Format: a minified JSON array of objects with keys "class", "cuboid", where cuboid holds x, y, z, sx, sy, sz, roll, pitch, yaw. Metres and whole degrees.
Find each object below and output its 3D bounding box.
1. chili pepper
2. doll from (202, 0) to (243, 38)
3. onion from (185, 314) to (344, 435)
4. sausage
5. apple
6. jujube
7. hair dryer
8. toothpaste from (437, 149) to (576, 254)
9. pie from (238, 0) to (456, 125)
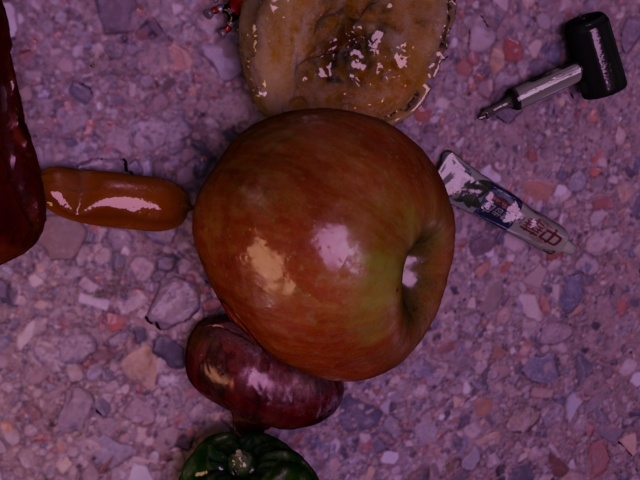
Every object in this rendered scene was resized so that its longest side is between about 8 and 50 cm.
[{"class":"chili pepper","cuboid":[-0.060,0.411,1.293,0.213,0.167,0.385,-10,118,1]},{"class":"doll","cuboid":[-0.075,-0.271,1.187,0.114,0.039,0.057,-43,86,-5]},{"class":"onion","cuboid":[-0.062,0.173,1.279,0.206,0.098,0.151,14,97,-24]},{"class":"sausage","cuboid":[-0.225,-0.044,1.183,0.183,0.054,0.062,5,70,-20]},{"class":"apple","cuboid":[0.000,0.000,1.176,0.277,0.250,0.309,-50,143,-41]},{"class":"jujube","cuboid":[-0.373,-0.121,1.027,0.216,0.216,0.342,-20,120,-15]},{"class":"hair dryer","cuboid":[0.280,-0.200,1.340,0.197,0.057,0.100,-27,110,-6]},{"class":"toothpaste","cuboid":[0.237,-0.036,1.371,0.233,0.038,0.060,28,91,-22]},{"class":"pie","cuboid":[0.034,-0.232,1.211,0.274,0.055,0.274,-13,123,-21]}]
